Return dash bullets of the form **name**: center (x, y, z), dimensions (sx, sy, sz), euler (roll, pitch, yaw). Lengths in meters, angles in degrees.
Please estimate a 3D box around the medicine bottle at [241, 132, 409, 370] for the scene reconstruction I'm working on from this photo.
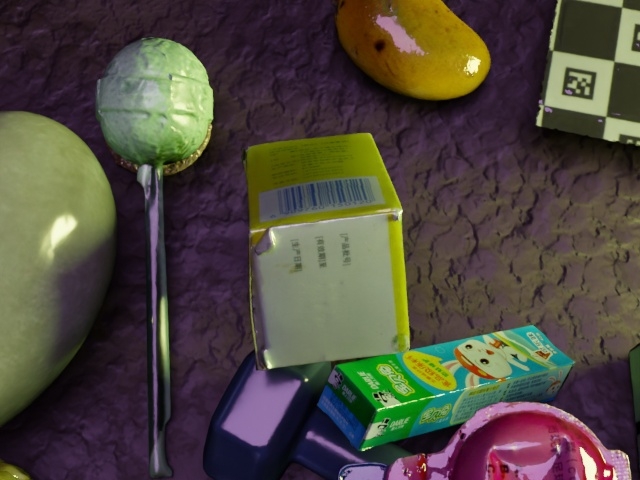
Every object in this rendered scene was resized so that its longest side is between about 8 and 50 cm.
- **medicine bottle**: center (0.000, 0.000, 1.080), dimensions (0.141, 0.250, 0.137), euler (-9, 111, 0)

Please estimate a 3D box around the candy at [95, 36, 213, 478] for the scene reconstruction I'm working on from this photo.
- **candy**: center (-0.168, 0.016, 1.172), dimensions (0.119, 0.119, 0.439), euler (0, 86, 3)

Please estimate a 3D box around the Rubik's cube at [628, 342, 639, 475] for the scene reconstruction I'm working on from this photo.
- **Rubik's cube**: center (0.391, 0.164, 1.063), dimensions (0.183, 0.180, 0.167), euler (-2, 75, 0)

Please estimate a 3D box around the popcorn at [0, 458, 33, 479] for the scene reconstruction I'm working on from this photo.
- **popcorn**: center (-0.341, 0.310, 1.049), dimensions (0.212, 0.259, 0.259), euler (44, 80, -2)

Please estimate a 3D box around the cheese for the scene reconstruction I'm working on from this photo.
- **cheese**: center (0.138, 0.214, 0.975), dimensions (0.244, 0.062, 0.155), euler (-6, 72, 1)

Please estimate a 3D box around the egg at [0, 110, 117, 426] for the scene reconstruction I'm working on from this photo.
- **egg**: center (-0.338, 0.039, 1.092), dimensions (0.258, 0.258, 0.352), euler (40, 87, 12)

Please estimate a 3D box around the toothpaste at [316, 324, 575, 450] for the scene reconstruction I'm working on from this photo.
- **toothpaste**: center (0.122, 0.130, 1.063), dimensions (0.267, 0.050, 0.065), euler (-6, 40, -40)

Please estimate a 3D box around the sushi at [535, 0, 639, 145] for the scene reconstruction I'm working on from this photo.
- **sushi**: center (0.416, -0.238, 1.232), dimensions (0.343, 0.064, 0.359), euler (11, 73, 3)

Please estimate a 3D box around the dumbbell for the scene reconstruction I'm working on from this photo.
- **dumbbell**: center (0.056, 0.215, 1.084), dimensions (0.325, 0.144, 0.160), euler (26, 76, 9)

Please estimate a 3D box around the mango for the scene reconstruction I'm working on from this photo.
- **mango**: center (0.091, -0.212, 1.231), dimensions (0.178, 0.090, 0.115), euler (45, 74, 5)

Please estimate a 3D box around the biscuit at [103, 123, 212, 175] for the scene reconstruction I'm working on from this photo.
- **biscuit**: center (-0.175, -0.123, 1.253), dimensions (0.120, 0.015, 0.120), euler (0, 74, 1)
